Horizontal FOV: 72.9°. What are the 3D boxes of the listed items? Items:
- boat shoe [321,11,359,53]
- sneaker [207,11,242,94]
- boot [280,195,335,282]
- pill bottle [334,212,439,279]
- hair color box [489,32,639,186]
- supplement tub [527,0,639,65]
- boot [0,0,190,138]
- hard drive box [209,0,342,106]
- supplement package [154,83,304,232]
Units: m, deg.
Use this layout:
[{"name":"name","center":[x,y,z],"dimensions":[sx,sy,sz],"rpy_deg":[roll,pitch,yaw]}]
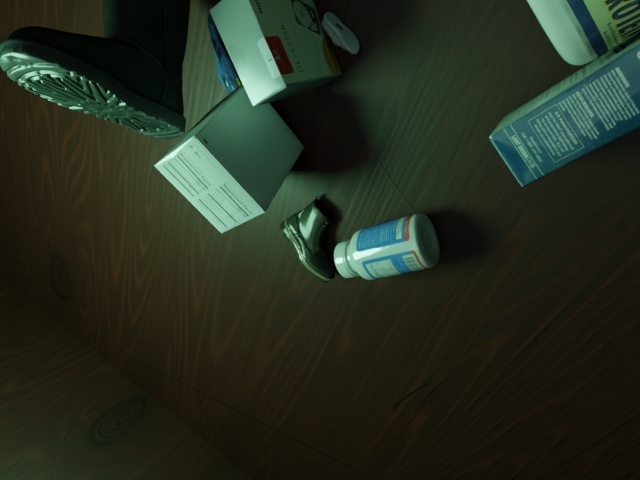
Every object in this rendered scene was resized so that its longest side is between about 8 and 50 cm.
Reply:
[{"name":"boat shoe","center":[0.039,-0.417,0.886],"dimensions":[0.100,0.035,0.035],"rpy_deg":[46,156,-2]},{"name":"sneaker","center":[-0.223,-0.422,1.015],"dimensions":[0.082,0.069,0.209],"rpy_deg":[-11,108,38]},{"name":"boot","center":[0.000,0.000,1.098],"dimensions":[0.137,0.077,0.198],"rpy_deg":[-38,93,33]},{"name":"pill bottle","center":[0.145,0.022,0.987],"dimensions":[0.222,0.124,0.124],"rpy_deg":[-15,105,36]},{"name":"hair color box","center":[0.447,-0.228,0.646],"dimensions":[0.347,0.174,0.105],"rpy_deg":[-32,96,38]},{"name":"supplement tub","center":[0.421,-0.407,0.531],"dimensions":[0.325,0.235,0.235],"rpy_deg":[-29,97,38]},{"name":"boot","center":[-0.390,-0.462,0.818],"dimensions":[0.146,0.367,0.444],"rpy_deg":[1,85,19]},{"name":"hard drive box","center":[-0.074,-0.378,0.844],"dimensions":[0.089,0.232,0.181],"rpy_deg":[-15,106,36]},{"name":"supplement package","center":[-0.186,-0.188,0.960],"dimensions":[0.145,0.261,0.204],"rpy_deg":[-21,121,37]}]
